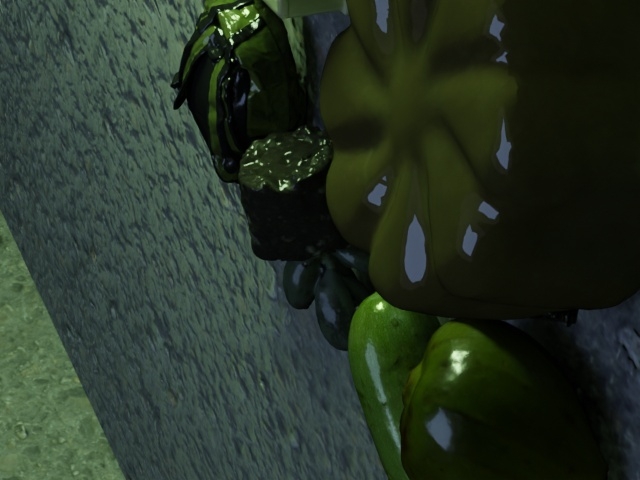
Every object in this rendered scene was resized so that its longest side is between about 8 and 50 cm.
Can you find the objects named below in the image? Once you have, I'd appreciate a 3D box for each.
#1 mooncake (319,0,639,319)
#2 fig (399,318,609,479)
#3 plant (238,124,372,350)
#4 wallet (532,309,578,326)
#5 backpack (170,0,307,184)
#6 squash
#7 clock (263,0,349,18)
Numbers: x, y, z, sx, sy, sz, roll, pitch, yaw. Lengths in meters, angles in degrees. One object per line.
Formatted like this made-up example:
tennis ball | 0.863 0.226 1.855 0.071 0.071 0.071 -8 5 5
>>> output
mooncake | 0.144 -0.112 1.334 0.378 0.200 0.379 -14 74 63
fig | 0.188 0.191 1.567 0.225 0.203 0.203 22 137 10
plant | 0.000 -0.002 1.911 0.146 0.149 0.275 -66 -38 -53
wallet | 0.171 -0.006 1.548 0.317 0.044 0.169 4 76 64
backpack | -0.107 -0.203 2.028 0.207 0.140 0.253 56 154 34
squash | 0.120 0.236 1.803 0.118 0.118 0.371 -11 95 67
clock | 0.051 -0.397 1.397 0.120 0.276 0.379 -131 31 -56
